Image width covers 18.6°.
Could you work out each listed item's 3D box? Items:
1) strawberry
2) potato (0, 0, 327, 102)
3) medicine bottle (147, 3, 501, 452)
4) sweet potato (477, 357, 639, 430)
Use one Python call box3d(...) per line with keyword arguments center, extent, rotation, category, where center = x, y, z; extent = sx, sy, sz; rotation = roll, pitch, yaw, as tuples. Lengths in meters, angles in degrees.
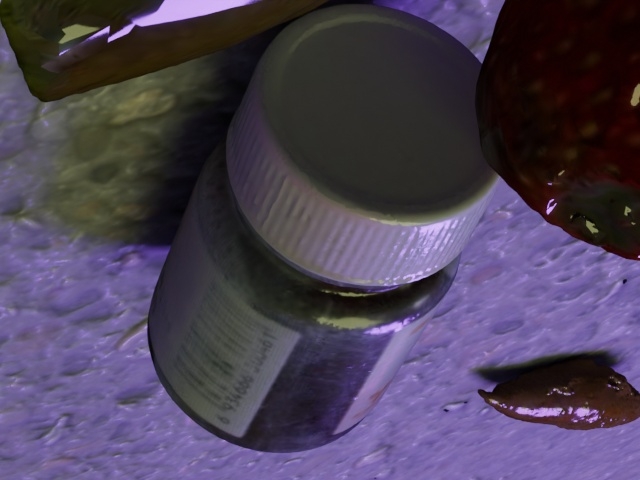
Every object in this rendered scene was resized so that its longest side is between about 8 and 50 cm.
box3d(center=(0.265, -0.116, 1.008), extent=(0.310, 0.292, 0.292), rotation=(-19, 156, -30), category="strawberry")
box3d(center=(-0.009, -0.185, 0.750), extent=(0.280, 0.213, 0.330), rotation=(-19, 156, -6), category="potato")
box3d(center=(0.000, 0.000, 1.167), extent=(0.165, 0.165, 0.273), rotation=(-10, 151, -25), category="medicine bottle")
box3d(center=(0.216, 0.137, 1.735), extent=(0.206, 0.060, 0.068), rotation=(0, 109, -37), category="sweet potato")
